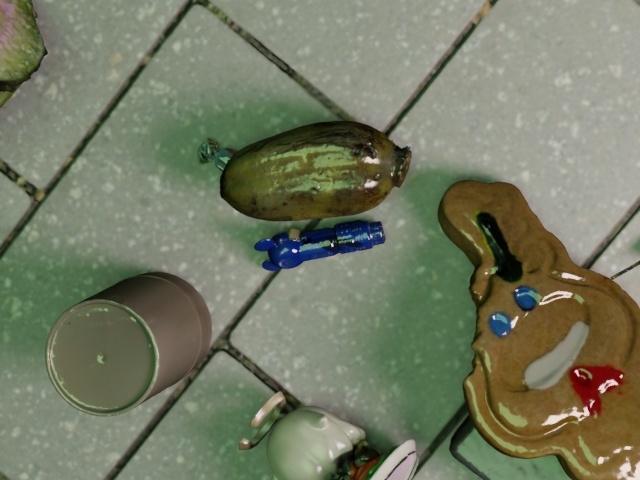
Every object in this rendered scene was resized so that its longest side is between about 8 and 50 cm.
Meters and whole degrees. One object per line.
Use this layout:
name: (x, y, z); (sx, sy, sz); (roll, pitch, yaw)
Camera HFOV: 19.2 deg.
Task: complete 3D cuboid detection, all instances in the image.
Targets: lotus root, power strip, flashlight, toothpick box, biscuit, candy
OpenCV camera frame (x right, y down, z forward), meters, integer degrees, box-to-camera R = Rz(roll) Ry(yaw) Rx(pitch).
lotus root: (-0.004, -0.064, 1.742); (0.179, 0.080, 0.089); (-7, 85, 7)
power strip: (0.240, 0.218, 1.745); (0.257, 0.070, 0.105); (36, 98, 3)
flashlight: (0.000, 0.000, 1.776); (0.121, 0.057, 0.035); (-12, 57, 6)
toothpick box: (-0.173, 0.093, 1.745); (0.111, 0.181, 0.111); (1, 96, 11)
biscuit: (0.202, 0.086, 1.705); (0.183, 0.047, 0.319); (-17, 76, -15)
candy: (-0.079, -0.067, 1.788); (0.083, 0.020, 0.030); (30, 102, 3)

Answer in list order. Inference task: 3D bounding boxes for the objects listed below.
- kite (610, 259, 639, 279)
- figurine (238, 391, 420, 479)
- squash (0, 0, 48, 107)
kite: (0.303, 0.020, 1.722); (0.044, 0.002, 0.078); (37, 71, 14)
figurine: (-0.003, 0.203, 1.767); (0.154, 0.132, 0.132); (33, 102, 16)
squash: (-0.462, -0.152, 1.739); (0.310, 0.310, 0.309); (47, 117, 2)
